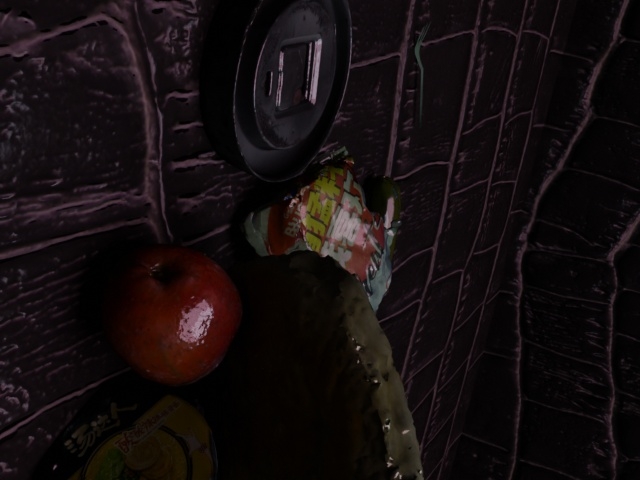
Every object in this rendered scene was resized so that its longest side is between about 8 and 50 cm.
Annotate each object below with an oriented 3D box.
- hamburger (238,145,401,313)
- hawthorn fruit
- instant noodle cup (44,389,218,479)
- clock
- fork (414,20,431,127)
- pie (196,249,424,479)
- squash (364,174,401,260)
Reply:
[{"bbox_3d":[-0.003,0.007,1.219,0.276,0.150,0.261,53,50,-26],"label":"hamburger"},{"bbox_3d":[-0.185,0.083,0.910,0.173,0.172,0.173,-43,143,-45],"label":"hawthorn fruit"},{"bbox_3d":[-0.219,0.337,0.990,0.215,0.215,0.236,-57,159,-27],"label":"instant noodle cup"},{"bbox_3d":[-0.053,-0.237,1.064,0.312,0.061,0.313,-43,143,-45],"label":"clock"},{"bbox_3d":[0.205,-0.338,1.559,0.039,0.021,0.235,-41,143,-40],"label":"fork"},{"bbox_3d":[-0.022,0.208,0.991,0.180,0.418,0.395,-8,78,-32],"label":"pie"},{"bbox_3d":[0.103,0.029,1.537,0.087,0.087,0.332,-15,122,-60],"label":"squash"}]
